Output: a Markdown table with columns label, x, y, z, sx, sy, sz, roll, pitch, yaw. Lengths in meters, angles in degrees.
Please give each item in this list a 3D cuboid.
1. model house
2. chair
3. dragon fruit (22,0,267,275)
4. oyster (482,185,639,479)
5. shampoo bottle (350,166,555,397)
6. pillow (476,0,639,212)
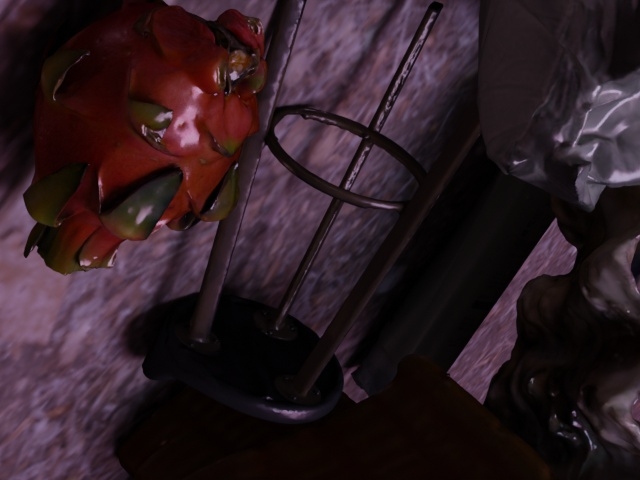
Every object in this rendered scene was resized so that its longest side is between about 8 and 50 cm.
| label | x | y | z | sx | sy | sz | roll | pitch | yaw |
| --- | --- | --- | --- | --- | --- | --- | --- | --- | --- |
| model house | 0.024 | 0.154 | 0.838 | 0.219 | 0.199 | 0.229 | 3 | 126 | -38 |
| chair | -0.001 | -0.001 | 0.734 | 0.104 | 0.095 | 0.221 | -3 | 131 | -44 |
| dragon fruit | -0.067 | -0.035 | 0.580 | 0.086 | 0.081 | 0.116 | -20 | 147 | -45 |
| oyster | 0.148 | 0.075 | 0.933 | 0.351 | 0.115 | 0.238 | 104 | -5 | -66 |
| shampoo bottle | 0.095 | 0.013 | 0.983 | 0.212 | 0.049 | 0.072 | -57 | 165 | 15 |
| pillow | 0.162 | -0.166 | 0.657 | 0.310 | 0.138 | 0.283 | -29 | 140 | -71 |
